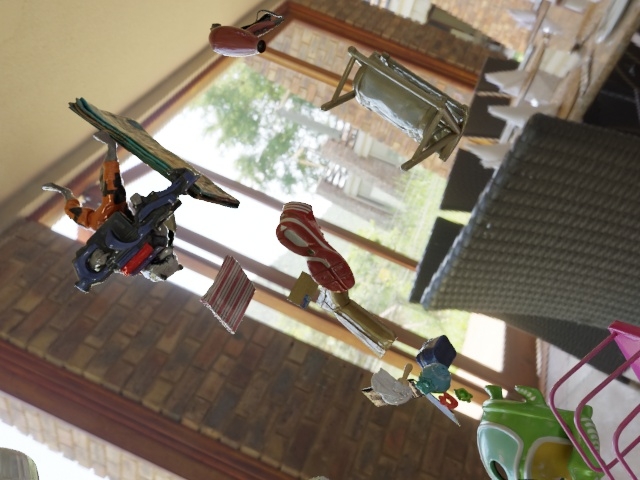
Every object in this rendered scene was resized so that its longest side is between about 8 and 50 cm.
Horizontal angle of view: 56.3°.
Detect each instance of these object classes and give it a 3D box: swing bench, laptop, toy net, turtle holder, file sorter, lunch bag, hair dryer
[{"bbox_3d":[0.184,-0.302,1.354,0.255,0.253,0.165,-22,-34,-56],"label":"swing bench"},{"bbox_3d":[0.296,0.541,1.933,0.234,0.265,0.136,57,-160,-57],"label":"laptop"},{"bbox_3d":[0.193,0.301,1.195,0.232,0.122,0.045,1,-49,-35],"label":"toy net"},{"bbox_3d":[0.510,0.468,1.359,0.243,0.320,0.227,30,-112,-42],"label":"turtle holder"},{"bbox_3d":[0.494,0.273,0.822,0.182,0.202,0.291,-38,14,-9],"label":"file sorter"},{"bbox_3d":[0.279,0.277,1.454,0.065,0.067,0.098,-28,7,42],"label":"lunch bag"},{"bbox_3d":[-0.205,-0.590,1.675,0.293,0.224,0.080,-107,-1,-49],"label":"hair dryer"}]

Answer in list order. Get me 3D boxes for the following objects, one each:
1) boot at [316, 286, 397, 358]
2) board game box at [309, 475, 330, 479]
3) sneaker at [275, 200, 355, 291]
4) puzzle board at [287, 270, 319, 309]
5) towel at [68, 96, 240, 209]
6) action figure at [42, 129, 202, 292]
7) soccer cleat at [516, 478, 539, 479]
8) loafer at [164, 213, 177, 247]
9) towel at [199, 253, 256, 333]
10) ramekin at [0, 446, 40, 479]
[{"bbox_3d":[0.124,0.218,1.826,0.089,0.269,0.236,-44,-14,-25],"label":"boot"},{"bbox_3d":[0.074,0.812,1.688,0.053,0.305,0.192,-26,42,27],"label":"board game box"},{"bbox_3d":[0.000,0.000,1.231,0.087,0.221,0.128,-25,34,24],"label":"sneaker"},{"bbox_3d":[-0.063,0.192,2.315,0.128,0.096,0.011,-62,-29,-2],"label":"puzzle board"},{"bbox_3d":[-0.371,-0.197,1.398,0.040,0.370,0.271,-56,-10,6],"label":"towel"},{"bbox_3d":[-0.386,-0.064,1.255,0.341,0.330,0.178,-36,-6,7],"label":"action figure"},{"bbox_3d":[0.446,0.628,1.211,0.121,0.289,0.093,-22,-9,35],"label":"soccer cleat"},{"bbox_3d":[-0.485,-0.032,1.829,0.092,0.102,0.268,-37,55,56],"label":"loafer"},{"bbox_3d":[-0.236,0.142,1.566,0.144,0.029,0.197,-63,-27,-24],"label":"towel"},{"bbox_3d":[-0.797,0.612,1.405,0.135,0.277,0.277,55,135,46],"label":"ramekin"}]
